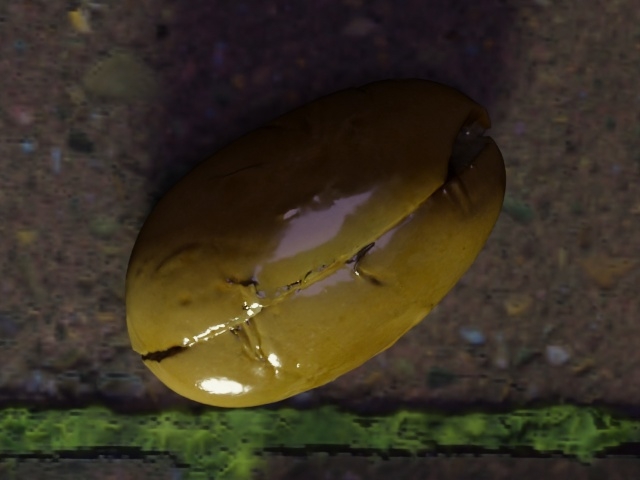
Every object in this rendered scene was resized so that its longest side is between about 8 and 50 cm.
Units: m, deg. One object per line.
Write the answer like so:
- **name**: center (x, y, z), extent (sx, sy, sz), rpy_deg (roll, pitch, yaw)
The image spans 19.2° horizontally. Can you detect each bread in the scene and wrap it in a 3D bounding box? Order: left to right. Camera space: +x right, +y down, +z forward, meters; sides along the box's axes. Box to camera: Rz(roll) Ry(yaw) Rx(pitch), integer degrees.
- **bread**: center (0.000, 0.000, 0.823), extent (0.189, 0.077, 0.114), rpy_deg (-33, 96, -2)
